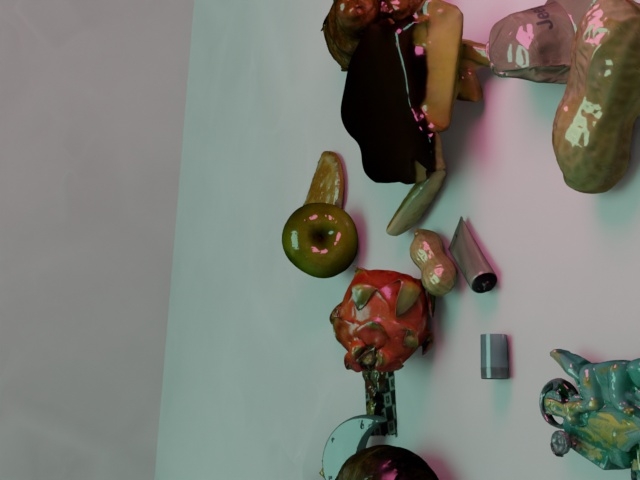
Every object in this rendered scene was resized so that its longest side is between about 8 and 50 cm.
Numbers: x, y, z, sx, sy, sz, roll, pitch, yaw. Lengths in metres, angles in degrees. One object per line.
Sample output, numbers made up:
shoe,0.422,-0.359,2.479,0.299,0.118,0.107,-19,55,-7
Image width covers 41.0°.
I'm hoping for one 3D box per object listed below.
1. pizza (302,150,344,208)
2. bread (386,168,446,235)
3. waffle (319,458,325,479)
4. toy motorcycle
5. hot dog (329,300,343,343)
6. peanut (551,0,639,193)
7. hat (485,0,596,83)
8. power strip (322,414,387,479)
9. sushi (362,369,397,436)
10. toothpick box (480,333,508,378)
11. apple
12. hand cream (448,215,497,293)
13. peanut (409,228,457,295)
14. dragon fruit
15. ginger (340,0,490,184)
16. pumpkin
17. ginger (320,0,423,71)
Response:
pizza,0.006,-0.108,2.318,0.262,0.034,0.181,-65,33,34
bread,0.215,-0.087,1.884,0.214,0.053,0.073,-57,10,36
waffle,0.069,0.560,2.060,0.194,0.051,0.148,21,97,56
toy motorcycle,0.446,0.261,1.317,0.296,0.109,0.198,28,109,60
hot dog,0.081,0.185,2.102,0.191,0.059,0.108,-45,51,49
peanut,0.452,-0.225,1.359,0.149,0.149,0.313,46,129,56
hat,0.394,-0.397,1.489,0.214,0.149,0.244,-111,26,-50
power strip,0.086,0.525,1.953,0.168,0.054,0.253,-4,84,29
sushi,0.127,0.363,2.007,0.139,0.031,0.200,-27,62,59
toothpick box,0.328,0.219,1.613,0.052,0.052,0.083,-19,68,61
apple,0.000,0.000,2.152,0.157,0.197,0.196,121,148,-75
hand cream,0.300,0.038,1.707,0.186,0.054,0.087,-110,29,-51
peanut,0.235,0.041,1.792,0.082,0.082,0.187,-64,33,35
dragon fruit,0.136,0.173,1.831,0.224,0.224,0.227,-39,47,55
ginger,0.222,-0.288,1.795,0.413,0.211,0.358,132,123,-63
pumpkin,0.140,0.576,1.751,0.320,0.192,0.320,9,101,53
ginger,0.130,-0.508,1.981,0.418,0.254,0.176,146,100,-81
